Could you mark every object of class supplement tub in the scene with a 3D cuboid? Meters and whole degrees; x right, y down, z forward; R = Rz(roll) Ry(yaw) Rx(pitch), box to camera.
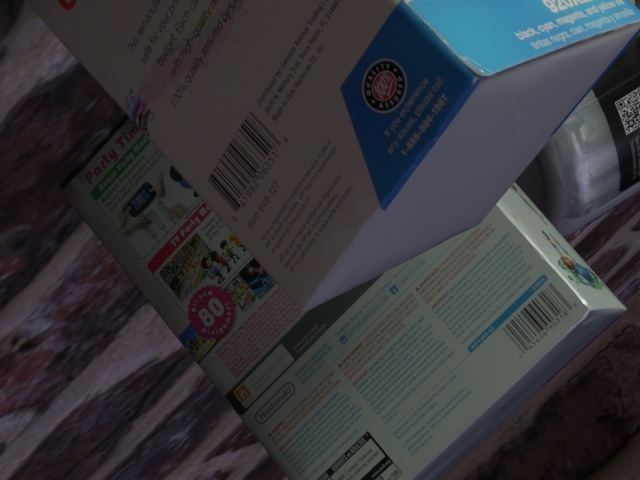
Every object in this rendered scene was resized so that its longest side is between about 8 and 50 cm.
[{"bbox_3d":[0.264,-0.166,1.312,0.338,0.207,0.207,-31,162,-15],"label":"supplement tub"}]

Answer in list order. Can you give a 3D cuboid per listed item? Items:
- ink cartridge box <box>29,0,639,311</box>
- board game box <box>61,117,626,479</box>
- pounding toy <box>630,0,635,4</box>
[{"bbox_3d":[0.005,-0.121,0.837,0.168,0.233,0.171,-25,158,-48],"label":"ink cartridge box"},{"bbox_3d":[0.009,0.004,1.045,0.224,0.303,0.097,-45,163,18],"label":"board game box"},{"bbox_3d":[0.152,-0.223,1.058,0.100,0.141,0.130,-30,161,-33],"label":"pounding toy"}]
